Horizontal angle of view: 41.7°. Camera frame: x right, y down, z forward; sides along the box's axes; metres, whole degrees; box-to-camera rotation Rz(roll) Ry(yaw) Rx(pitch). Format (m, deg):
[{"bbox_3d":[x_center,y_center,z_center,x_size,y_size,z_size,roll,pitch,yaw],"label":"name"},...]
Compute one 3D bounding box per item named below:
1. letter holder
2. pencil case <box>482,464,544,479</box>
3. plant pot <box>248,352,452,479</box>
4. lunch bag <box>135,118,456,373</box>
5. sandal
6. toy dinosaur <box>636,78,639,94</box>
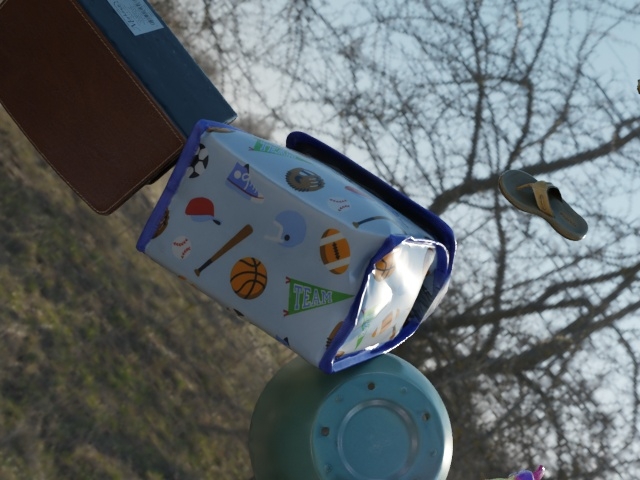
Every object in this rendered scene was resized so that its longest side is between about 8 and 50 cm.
[{"bbox_3d":[-0.308,-0.216,1.176,0.302,0.214,0.152,52,30,-6],"label":"letter holder"},{"bbox_3d":[0.148,0.326,0.975,0.104,0.236,0.104,-11,90,-78],"label":"pencil case"},{"bbox_3d":[0.054,0.284,1.198,0.293,0.293,0.235,54,-16,4],"label":"plant pot"},{"bbox_3d":[0.000,0.000,1.187,0.328,0.239,0.385,33,9,21],"label":"lunch bag"},{"bbox_3d":[0.389,-0.068,1.436,0.180,0.072,0.049,36,-32,2],"label":"sandal"},{"bbox_3d":[0.658,-0.233,1.569,0.092,0.053,0.183,25,15,-51],"label":"toy dinosaur"}]
